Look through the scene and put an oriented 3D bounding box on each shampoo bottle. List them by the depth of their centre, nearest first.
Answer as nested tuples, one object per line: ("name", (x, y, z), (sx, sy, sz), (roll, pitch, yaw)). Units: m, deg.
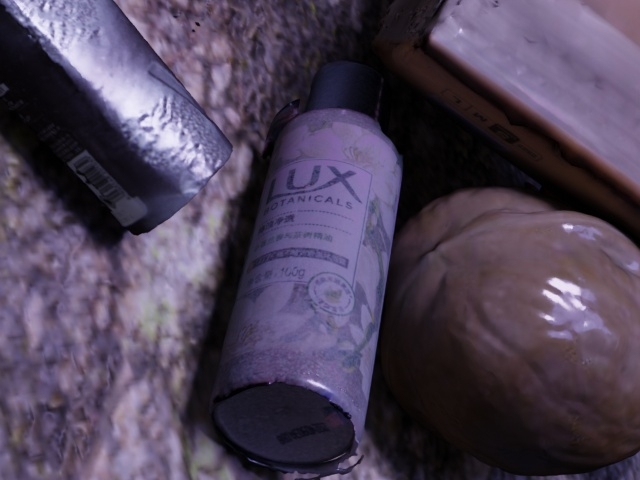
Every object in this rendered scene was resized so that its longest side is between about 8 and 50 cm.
("shampoo bottle", (-0.123, -0.093, 0.493), (0.208, 0.057, 0.063), (48, 44, -14))
("shampoo bottle", (0.000, 0.000, 0.575), (0.072, 0.072, 0.214), (40, 40, -27))

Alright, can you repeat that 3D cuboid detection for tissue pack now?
("tissue pack", (0.211, -0.098, 0.662), (0.305, 0.238, 0.239), (35, 40, -7))

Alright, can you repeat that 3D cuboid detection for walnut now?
("walnut", (0.101, 0.045, 0.613), (0.162, 0.140, 0.140), (47, 36, -37))

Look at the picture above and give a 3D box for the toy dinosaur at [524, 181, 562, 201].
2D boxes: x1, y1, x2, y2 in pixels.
("toy dinosaur", (0.174, 0.024, 0.785), (0.049, 0.055, 0.154), (-11, 68, -57))
